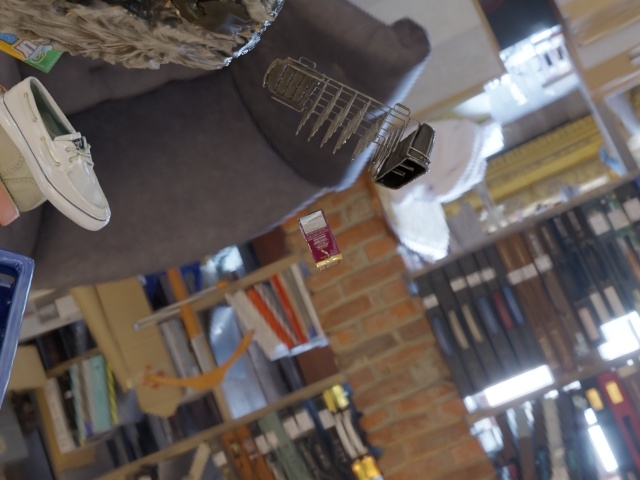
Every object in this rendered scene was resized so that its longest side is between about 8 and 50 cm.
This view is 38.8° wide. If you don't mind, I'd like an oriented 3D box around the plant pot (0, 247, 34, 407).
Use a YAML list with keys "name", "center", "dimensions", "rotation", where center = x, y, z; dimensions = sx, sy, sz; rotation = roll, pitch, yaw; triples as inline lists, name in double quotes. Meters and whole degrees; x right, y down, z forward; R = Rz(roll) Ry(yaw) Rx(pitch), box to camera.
- name: "plant pot"
  center: [-0.517, 0.136, 1.187]
  dimensions: [0.235, 0.236, 0.212]
  rotation: [13, 151, -14]

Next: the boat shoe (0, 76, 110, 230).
- name: "boat shoe"
  center: [-0.353, -0.119, 1.234]
  dimensions: [0.075, 0.226, 0.083]
  rotation: [-37, -175, 23]

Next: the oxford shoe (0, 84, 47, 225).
- name: "oxford shoe"
  center: [-0.517, -0.203, 1.434]
  dimensions: [0.146, 0.140, 0.397]
  rotation: [-29, 145, -20]

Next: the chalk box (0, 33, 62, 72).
- name: "chalk box"
  center: [-0.508, -0.437, 1.598]
  dimensions: [0.289, 0.180, 0.179]
  rotation: [27, 120, -36]

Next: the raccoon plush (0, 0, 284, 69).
- name: "raccoon plush"
  center: [-0.175, -0.287, 0.537]
  dimensions: [0.446, 0.299, 0.216]
  rotation: [7, 168, 4]

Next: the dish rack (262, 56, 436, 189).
- name: "dish rack"
  center: [0.033, -0.178, 1.371]
  dimensions: [0.074, 0.271, 0.208]
  rotation: [-65, -173, -11]

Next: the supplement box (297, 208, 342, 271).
- name: "supplement box"
  center: [0.000, 0.000, 1.395]
  dimensions: [0.043, 0.083, 0.055]
  rotation: [-22, 171, 0]
